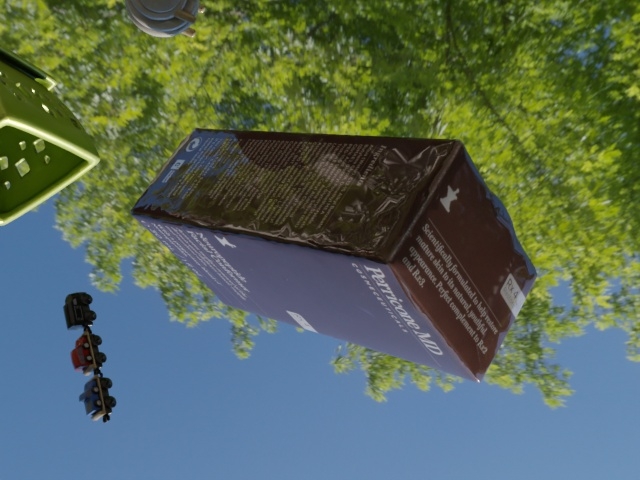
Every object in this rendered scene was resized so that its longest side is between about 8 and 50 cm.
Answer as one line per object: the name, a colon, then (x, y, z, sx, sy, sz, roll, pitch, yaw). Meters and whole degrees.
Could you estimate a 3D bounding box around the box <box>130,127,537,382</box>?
box: (0.000, 0.000, 0.793, 0.381, 0.191, 0.143, 8, -123, 45)

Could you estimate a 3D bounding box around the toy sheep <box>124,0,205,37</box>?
toy sheep: (-0.177, -0.271, 0.877, 0.091, 0.132, 0.091, 1, -94, -11)

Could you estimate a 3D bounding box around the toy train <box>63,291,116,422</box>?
toy train: (-0.266, 0.131, 0.886, 0.027, 0.036, 0.158, -38, -117, 38)

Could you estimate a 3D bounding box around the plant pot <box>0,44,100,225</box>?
plant pot: (-0.526, -0.180, 1.224, 0.228, 0.227, 0.207, -31, -110, 12)
